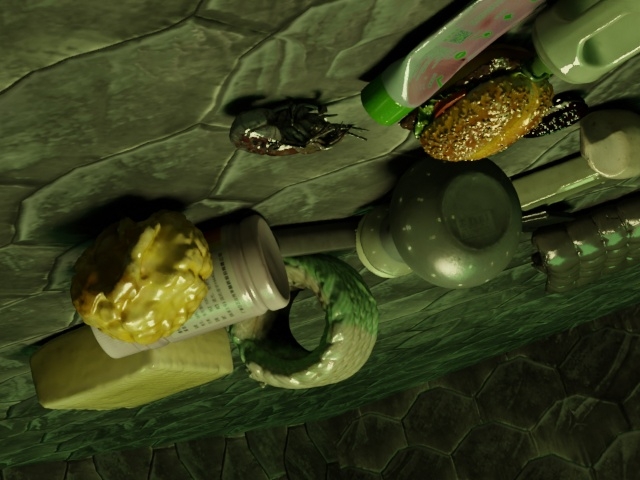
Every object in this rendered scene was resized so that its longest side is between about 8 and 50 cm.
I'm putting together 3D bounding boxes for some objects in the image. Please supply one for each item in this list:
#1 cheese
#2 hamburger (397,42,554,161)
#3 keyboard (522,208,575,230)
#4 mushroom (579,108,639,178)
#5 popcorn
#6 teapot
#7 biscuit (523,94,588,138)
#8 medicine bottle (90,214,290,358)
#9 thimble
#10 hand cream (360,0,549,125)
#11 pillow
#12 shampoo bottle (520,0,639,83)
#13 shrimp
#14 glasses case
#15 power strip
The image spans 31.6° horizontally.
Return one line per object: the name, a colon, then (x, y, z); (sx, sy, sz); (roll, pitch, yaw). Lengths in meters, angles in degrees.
cheese: (-0.312, 0.202, 1.897); (0.242, 0.124, 0.265); (-25, 162, 19)
hamburger: (0.179, -0.141, 1.211); (0.137, 0.087, 0.166); (-4, 161, -40)
keyboard: (0.350, -0.031, 1.853); (0.100, 0.018, 0.309); (-15, 175, 20)
mushroom: (0.414, -0.126, 1.507); (0.212, 0.097, 0.088); (5, 122, -44)
popcorn: (-0.213, 0.040, 1.350); (0.180, 0.170, 0.180); (-32, -160, 13)
teapot: (0.146, -0.016, 1.511); (0.183, 0.184, 0.251); (-10, 174, -24)
biscuit: (0.288, -0.153, 1.404); (0.089, 0.027, 0.087); (-17, 166, 3)
medicine bottle: (-0.176, 0.063, 1.505); (0.249, 0.133, 0.133); (-19, 165, 10)
thimble: (-0.025, 0.126, 1.728); (0.219, 0.219, 0.150); (-23, 165, 24)
hand cream: (0.142, -0.198, 1.067); (0.275, 0.050, 0.079); (-36, -179, 40)
pillow: (0.515, 0.012, 2.141); (0.228, 0.101, 0.326); (-21, 167, 7)
shampoo bottle: (0.275, -0.211, 1.049); (0.118, 0.087, 0.234); (-27, 176, -41)
shrimp: (-0.019, -0.115, 1.160); (0.165, 0.057, 0.065); (-12, 159, -27)
glasses case: (0.001, 0.000, 1.639); (0.190, 0.042, 0.072); (-7, 170, -32)
power strip: (0.411, -0.108, 1.660); (0.286, 0.048, 0.080); (-21, 171, 19)
